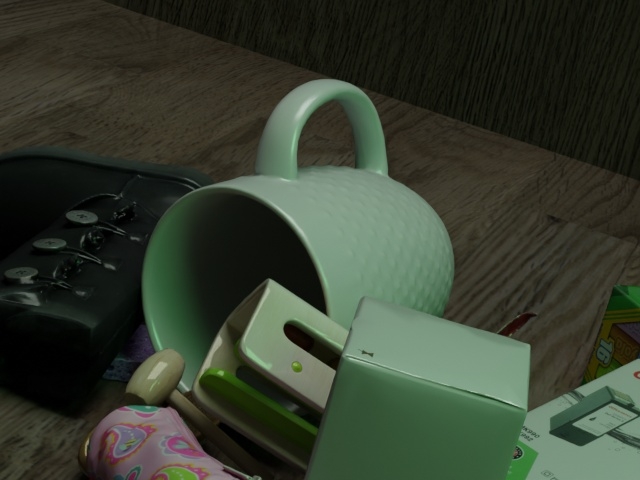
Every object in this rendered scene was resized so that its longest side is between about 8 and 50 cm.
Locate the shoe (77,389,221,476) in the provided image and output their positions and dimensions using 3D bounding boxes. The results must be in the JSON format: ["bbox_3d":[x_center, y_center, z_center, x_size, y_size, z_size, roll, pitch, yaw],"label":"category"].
[{"bbox_3d":[-0.182,0.218,1.951,0.076,0.058,0.219,46,31,17],"label":"shoe"}]

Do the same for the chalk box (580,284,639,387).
[{"bbox_3d":[0.496,0.198,2.384,0.180,0.179,0.289,6,20,-28],"label":"chalk box"}]

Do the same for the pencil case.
[{"bbox_3d":[-0.125,0.243,1.726,0.124,0.124,0.284,7,8,-26],"label":"pencil case"}]

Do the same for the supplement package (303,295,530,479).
[{"bbox_3d":[0.073,0.231,1.721,0.175,0.293,0.177,17,18,3],"label":"supplement package"}]

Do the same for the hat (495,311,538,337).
[{"bbox_3d":[0.116,0.156,2.169,0.173,0.184,0.208,23,19,22],"label":"hat"}]

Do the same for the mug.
[{"bbox_3d":[0.000,0.000,2.140,0.276,0.374,0.328,10,16,35],"label":"mug"}]

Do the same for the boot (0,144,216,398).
[{"bbox_3d":[-0.356,0.037,2.225,0.367,0.146,0.445,-2,26,19],"label":"boot"}]

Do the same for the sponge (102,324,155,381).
[{"bbox_3d":[-0.172,0.141,2.220,0.210,0.031,0.117,9,19,-21],"label":"sponge"}]

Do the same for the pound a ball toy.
[{"bbox_3d":[-0.016,0.165,1.921,0.319,0.208,0.136,34,51,-10],"label":"pound a ball toy"}]

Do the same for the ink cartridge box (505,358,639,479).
[{"bbox_3d":[0.311,0.262,1.978,0.289,0.122,0.211,-22,36,-31],"label":"ink cartridge box"}]
